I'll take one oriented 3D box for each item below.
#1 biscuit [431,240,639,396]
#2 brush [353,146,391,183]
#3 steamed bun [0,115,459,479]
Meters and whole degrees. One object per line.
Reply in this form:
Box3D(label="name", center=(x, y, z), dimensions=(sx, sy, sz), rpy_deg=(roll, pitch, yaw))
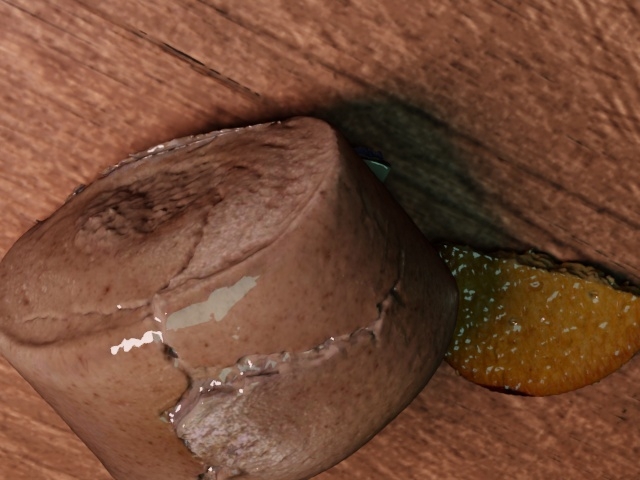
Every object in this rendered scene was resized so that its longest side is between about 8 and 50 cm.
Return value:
Box3D(label="biscuit", center=(0.164, 0.067, 1.208), dimensions=(0.206, 0.025, 0.126), rpy_deg=(16, 114, -15))
Box3D(label="brush", center=(0.000, 0.000, 1.150), dimensions=(0.033, 0.030, 0.178), rpy_deg=(15, 125, -23))
Box3D(label="steamed bun", center=(-0.065, 0.069, 1.061), dimensions=(0.301, 0.199, 0.251), rpy_deg=(-22, 120, 15))
